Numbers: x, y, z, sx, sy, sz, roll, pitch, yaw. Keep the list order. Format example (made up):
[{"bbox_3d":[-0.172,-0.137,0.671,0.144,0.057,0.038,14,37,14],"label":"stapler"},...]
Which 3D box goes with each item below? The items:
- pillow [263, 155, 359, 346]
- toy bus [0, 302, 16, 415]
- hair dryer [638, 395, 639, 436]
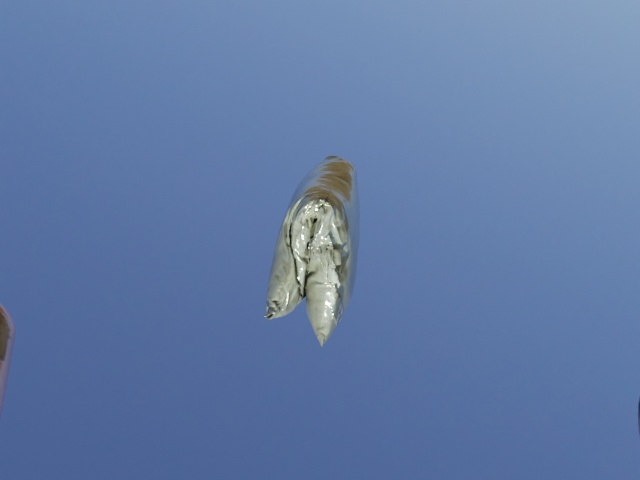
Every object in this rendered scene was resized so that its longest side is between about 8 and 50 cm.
[{"bbox_3d":[0.000,0.000,1.011,0.077,0.134,0.181,10,-162,2],"label":"pillow"},{"bbox_3d":[-0.304,0.127,0.879,0.063,0.090,0.203,53,-164,-35],"label":"toy bus"},{"bbox_3d":[0.328,0.198,0.497,0.121,0.301,0.361,21,-121,-60],"label":"hair dryer"}]
